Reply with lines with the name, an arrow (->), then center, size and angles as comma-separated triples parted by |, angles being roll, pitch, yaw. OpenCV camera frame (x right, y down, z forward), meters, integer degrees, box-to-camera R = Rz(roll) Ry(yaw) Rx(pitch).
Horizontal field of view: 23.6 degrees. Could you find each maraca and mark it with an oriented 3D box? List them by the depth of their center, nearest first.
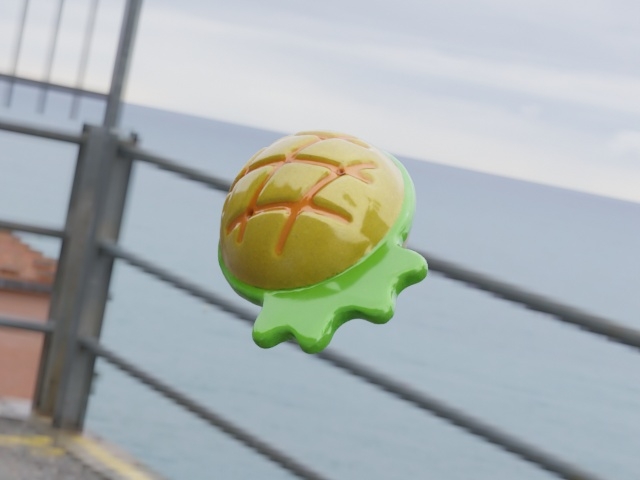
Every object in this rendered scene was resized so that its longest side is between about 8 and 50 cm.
maraca -> 0.000, 0.000, 0.908 | 0.127, 0.099, 0.185 | -27, 35, 7
